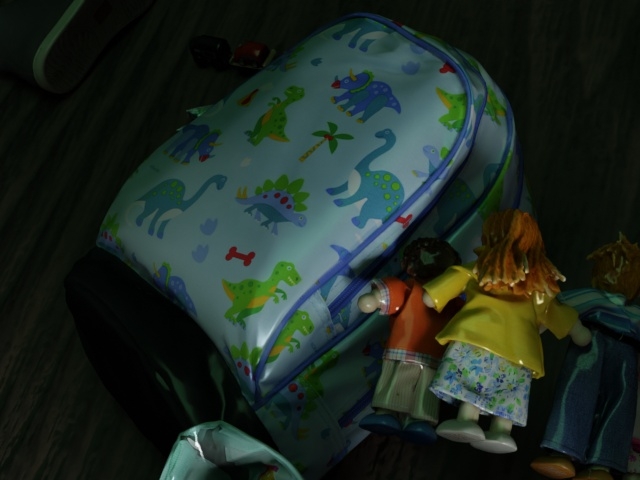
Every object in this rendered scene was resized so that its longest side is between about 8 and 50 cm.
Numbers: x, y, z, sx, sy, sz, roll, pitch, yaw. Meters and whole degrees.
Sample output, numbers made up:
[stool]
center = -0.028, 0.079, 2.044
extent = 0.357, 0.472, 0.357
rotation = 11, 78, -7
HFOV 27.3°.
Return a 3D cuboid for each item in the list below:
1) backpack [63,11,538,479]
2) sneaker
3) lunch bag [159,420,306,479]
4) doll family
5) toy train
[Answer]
[backpack]
center = 0.000, 0.000, 1.003
extent = 0.355, 0.273, 0.290
rotation = -27, 40, -19
[sneaker]
center = -0.262, -0.260, 1.398
extent = 0.118, 0.083, 0.222
rotation = 21, 63, 33
[lunch bag]
center = -0.012, 0.257, 0.786
extent = 0.160, 0.223, 0.262
rotation = -27, 48, 10
[doll family]
center = 0.158, 0.069, 0.863
extent = 0.118, 0.262, 0.163
rotation = -28, 45, 62
[toy train]
center = -0.063, -0.179, 1.288
extent = 0.158, 0.036, 0.027
rotation = 14, 59, 29
